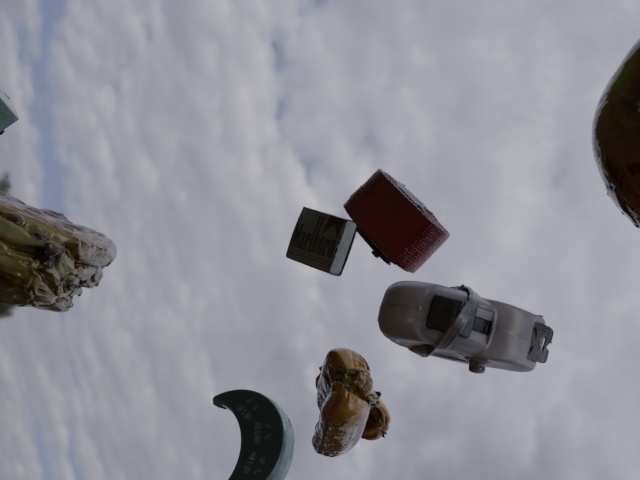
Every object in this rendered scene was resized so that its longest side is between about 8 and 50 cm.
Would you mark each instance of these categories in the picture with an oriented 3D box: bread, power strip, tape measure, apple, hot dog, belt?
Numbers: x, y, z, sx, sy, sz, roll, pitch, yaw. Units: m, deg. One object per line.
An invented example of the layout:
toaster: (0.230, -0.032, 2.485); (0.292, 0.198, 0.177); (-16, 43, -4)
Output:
bread: (-0.495, 0.023, 1.786); (0.324, 0.277, 0.167); (14, 97, -87)
power strip: (-0.128, 0.384, 1.986); (0.054, 0.168, 0.253); (51, 29, -49)
tape measure: (0.183, 0.121, 1.595); (0.236, 0.197, 0.120); (0, -108, 54)
apple: (0.612, -0.158, 1.644); (0.400, 0.333, 0.400); (-31, -134, 38)
hot dog: (0.030, 0.192, 1.283); (0.249, 0.068, 0.100); (100, -4, -69)
hot dog: (0.076, 0.360, 2.528); (0.250, 0.076, 0.104); (41, -74, 44)
belt: (0.126, -0.030, 1.947); (0.124, 0.128, 0.201); (-47, -132, 9)

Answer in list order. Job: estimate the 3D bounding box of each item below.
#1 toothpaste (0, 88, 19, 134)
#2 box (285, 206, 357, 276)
toothpaste: (-0.564, -0.104, 1.457); (0.067, 0.336, 0.081); (53, -3, 45)
box: (0.000, 0.000, 2.197); (0.177, 0.036, 0.115); (17, -93, 57)
